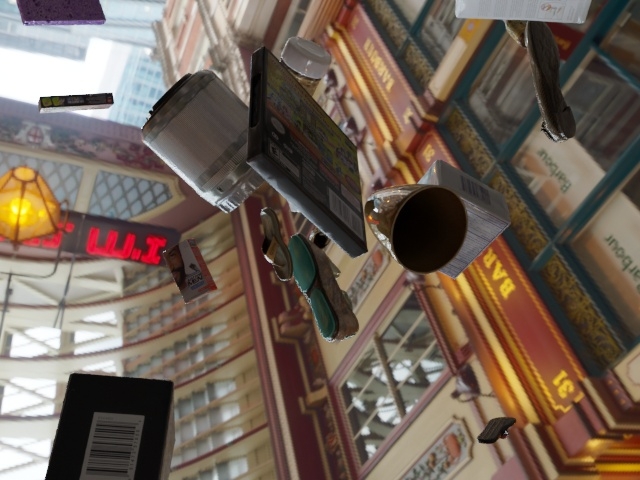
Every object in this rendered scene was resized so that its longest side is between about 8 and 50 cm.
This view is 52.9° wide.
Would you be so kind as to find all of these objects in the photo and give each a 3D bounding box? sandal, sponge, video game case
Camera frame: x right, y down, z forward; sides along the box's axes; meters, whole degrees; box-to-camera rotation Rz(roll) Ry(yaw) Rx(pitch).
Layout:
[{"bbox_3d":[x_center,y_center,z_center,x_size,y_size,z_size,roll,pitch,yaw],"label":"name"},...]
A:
[{"bbox_3d":[0.478,0.523,1.746,0.179,0.067,0.040,-16,-85,-50],"label":"sandal"},{"bbox_3d":[-0.676,-0.618,1.668,0.210,0.031,0.117,-15,-92,-35],"label":"sponge"},{"bbox_3d":[-0.115,0.012,1.516,0.049,0.072,0.180,-18,-87,-35],"label":"sandal"},{"bbox_3d":[-0.017,-0.138,1.025,0.275,0.035,0.248,41,-146,-41],"label":"video game case"}]

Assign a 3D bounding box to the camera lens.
[{"bbox_3d":[-0.241,-0.224,1.436,0.274,0.219,0.219,44,-147,-13],"label":"camera lens"}]

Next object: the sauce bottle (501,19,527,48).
[{"bbox_3d":[0.439,-0.479,1.445,0.042,0.042,0.128,9,-141,-27],"label":"sauce bottle"}]

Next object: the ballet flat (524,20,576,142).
[{"bbox_3d":[0.438,-0.312,1.261,0.084,0.058,0.249,-21,-83,-35],"label":"ballet flat"}]

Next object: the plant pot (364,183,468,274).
[{"bbox_3d":[0.231,-0.061,1.759,0.237,0.237,0.254,9,-167,-28],"label":"plant pot"}]

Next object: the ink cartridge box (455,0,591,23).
[{"bbox_3d":[0.356,-0.467,1.118,0.232,0.189,0.066,3,-116,9],"label":"ink cartridge box"}]

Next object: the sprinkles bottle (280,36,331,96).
[{"bbox_3d":[-0.098,-0.348,1.683,0.121,0.355,0.121,20,-145,-15],"label":"sprinkles bottle"}]

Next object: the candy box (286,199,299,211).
[{"bbox_3d":[-0.044,-0.177,2.198,0.196,0.164,0.070,8,-137,44],"label":"candy box"}]

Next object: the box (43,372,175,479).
[{"bbox_3d":[-0.432,0.495,1.364,0.212,0.395,0.293,6,-125,-8],"label":"box"}]

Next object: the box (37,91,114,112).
[{"bbox_3d":[-0.739,-0.416,1.946,0.207,0.036,0.114,-10,-173,-26],"label":"box"}]

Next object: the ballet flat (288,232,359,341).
[{"bbox_3d":[0.010,0.115,1.595,0.106,0.107,0.316,3,-129,-35],"label":"ballet flat"}]

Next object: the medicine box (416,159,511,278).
[{"bbox_3d":[0.394,-0.060,2.016,0.263,0.289,0.149,26,-142,-15],"label":"medicine box"}]

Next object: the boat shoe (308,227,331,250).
[{"bbox_3d":[0.000,0.000,1.835,0.063,0.059,0.170,57,-146,-12],"label":"boat shoe"}]

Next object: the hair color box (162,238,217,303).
[{"bbox_3d":[-0.382,0.089,1.881,0.167,0.093,0.053,64,-166,7],"label":"hair color box"}]
